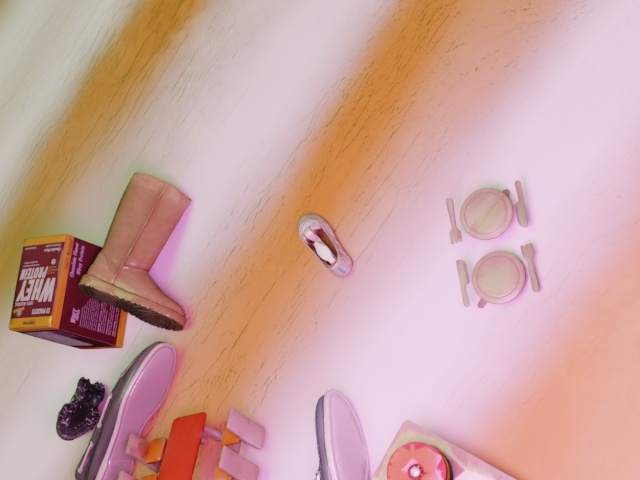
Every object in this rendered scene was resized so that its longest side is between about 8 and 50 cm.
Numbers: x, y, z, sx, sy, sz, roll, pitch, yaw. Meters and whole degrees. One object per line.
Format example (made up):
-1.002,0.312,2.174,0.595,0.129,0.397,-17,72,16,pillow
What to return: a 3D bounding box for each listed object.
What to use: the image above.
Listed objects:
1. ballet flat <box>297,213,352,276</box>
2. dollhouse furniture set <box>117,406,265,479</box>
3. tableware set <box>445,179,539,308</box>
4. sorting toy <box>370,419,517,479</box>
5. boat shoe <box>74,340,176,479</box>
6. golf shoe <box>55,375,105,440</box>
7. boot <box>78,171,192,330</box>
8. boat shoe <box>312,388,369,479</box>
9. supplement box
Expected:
0.000,0.000,1.906,0.057,0.052,0.168,-52,51,11,ballet flat
-0.254,0.419,1.845,0.262,0.135,0.259,-19,44,33,dollhouse furniture set
0.278,0.011,1.703,0.128,0.039,0.194,-14,71,20,tableware set
0.164,0.426,1.535,0.255,0.089,0.257,27,82,24,sorting toy
-0.385,0.338,2.036,0.095,0.112,0.335,23,92,35,boat shoe
-0.476,0.354,2.086,0.094,0.077,0.198,-63,4,20,golf shoe
-0.326,0.018,2.109,0.236,0.089,0.269,25,66,0,boot
0.018,0.399,1.704,0.099,0.116,0.319,-23,63,28,boat shoe
-0.502,0.108,2.154,0.129,0.194,0.191,-6,70,35,supplement box
